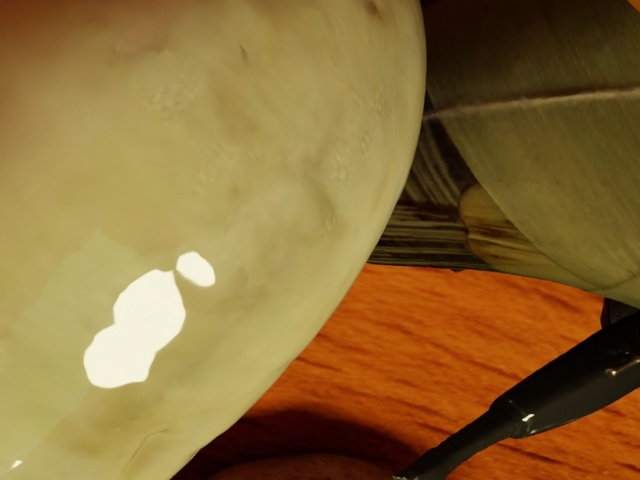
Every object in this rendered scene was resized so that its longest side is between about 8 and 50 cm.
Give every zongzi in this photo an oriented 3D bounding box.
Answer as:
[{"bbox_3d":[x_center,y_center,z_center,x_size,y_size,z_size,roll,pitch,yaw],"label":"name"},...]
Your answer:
[{"bbox_3d":[0.140,0.014,0.811,0.289,0.317,0.154,-26,159,26],"label":"zongzi"}]

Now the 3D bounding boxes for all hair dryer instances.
[{"bbox_3d":[0.188,0.055,0.915,0.359,0.120,0.304,-24,-179,-35],"label":"hair dryer"}]

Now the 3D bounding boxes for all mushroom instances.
[{"bbox_3d":[-0.134,-0.025,0.680,0.353,0.325,0.353,-2,153,-1],"label":"mushroom"}]

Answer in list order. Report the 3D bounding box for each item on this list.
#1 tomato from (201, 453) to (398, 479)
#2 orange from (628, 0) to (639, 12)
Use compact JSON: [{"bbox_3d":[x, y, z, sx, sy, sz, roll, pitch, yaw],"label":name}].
[{"bbox_3d":[-0.009,0.305,1.218,0.317,0.316,0.282,15,157,-31],"label":"tomato"},{"bbox_3d":[0.217,-0.160,0.614,0.261,0.261,0.261,-5,147,-4],"label":"orange"}]
